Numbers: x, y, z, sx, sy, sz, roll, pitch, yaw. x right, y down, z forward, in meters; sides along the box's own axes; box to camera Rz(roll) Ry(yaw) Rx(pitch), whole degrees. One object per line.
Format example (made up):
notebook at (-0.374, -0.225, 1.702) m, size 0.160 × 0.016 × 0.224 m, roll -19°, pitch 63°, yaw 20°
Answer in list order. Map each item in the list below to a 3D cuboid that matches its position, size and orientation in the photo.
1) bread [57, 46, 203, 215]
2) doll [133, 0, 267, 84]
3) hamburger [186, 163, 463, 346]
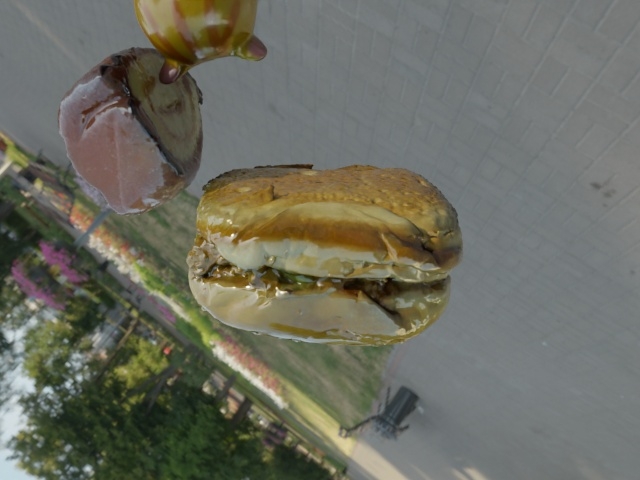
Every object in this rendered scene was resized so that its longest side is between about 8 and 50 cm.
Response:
bread at (-0.230, -0.146, 0.809) m, size 0.244 × 0.123 × 0.190 m, roll -78°, pitch -36°, yaw -64°
doll at (-0.161, -0.338, 0.712) m, size 0.166 × 0.162 × 0.270 m, roll -6°, pitch 133°, yaw 16°
hamburger at (0.006, -0.001, 0.733) m, size 0.304 × 0.174 × 0.284 m, roll 8°, pitch -156°, yaw -6°
